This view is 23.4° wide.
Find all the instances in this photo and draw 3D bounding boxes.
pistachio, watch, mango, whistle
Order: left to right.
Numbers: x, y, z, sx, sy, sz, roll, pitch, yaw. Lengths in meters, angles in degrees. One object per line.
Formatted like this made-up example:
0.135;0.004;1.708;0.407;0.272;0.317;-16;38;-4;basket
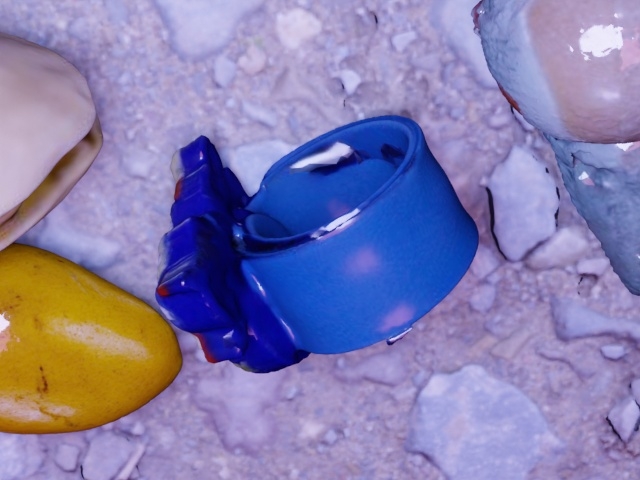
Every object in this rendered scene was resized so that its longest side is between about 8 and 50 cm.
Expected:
-0.308;-0.059;1.055;0.318;0.213;0.193;-12;159;-11;pistachio
-0.211;0.079;1.162;0.219;0.112;0.144;13;110;-17;mango
0.003;0.001;1.109;0.200;0.196;0.171;-24;125;13;watch
0.205;-0.099;1.106;0.189;0.189;0.347;-14;129;1;whistle
